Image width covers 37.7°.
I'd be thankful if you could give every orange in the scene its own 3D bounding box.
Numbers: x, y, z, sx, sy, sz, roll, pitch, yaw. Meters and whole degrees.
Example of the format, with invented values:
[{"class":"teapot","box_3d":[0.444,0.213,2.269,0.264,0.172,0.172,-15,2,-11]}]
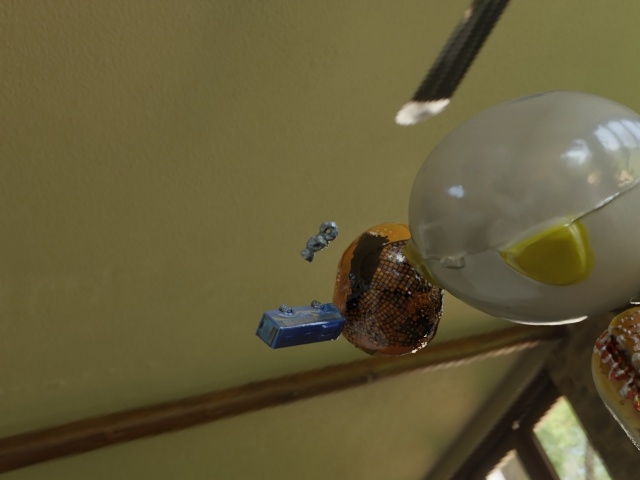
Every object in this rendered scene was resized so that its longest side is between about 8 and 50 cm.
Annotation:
[{"class":"orange","box_3d":[0.114,0.081,1.566,0.182,0.234,0.234,11,-35,3]}]

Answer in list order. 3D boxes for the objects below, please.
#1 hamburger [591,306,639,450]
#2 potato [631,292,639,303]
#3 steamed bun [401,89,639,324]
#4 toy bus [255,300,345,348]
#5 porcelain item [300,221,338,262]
[{"class":"hamburger","box_3d":[0.601,0.253,1.605,0.227,0.295,0.151,-27,-28,-17]},{"class":"potato","box_3d":[0.644,-0.019,2.063,0.221,0.326,0.243,-39,-26,-14]},{"class":"steamed bun","box_3d":[0.293,-0.042,1.250,0.334,0.333,0.374,-7,-3,-27]},{"class":"toy bus","box_3d":[-0.028,0.131,1.446,0.153,0.061,0.051,-2,-55,-44]},{"class":"porcelain item","box_3d":[0.000,0.000,1.635,0.083,0.036,0.028,-50,-4,14]}]
